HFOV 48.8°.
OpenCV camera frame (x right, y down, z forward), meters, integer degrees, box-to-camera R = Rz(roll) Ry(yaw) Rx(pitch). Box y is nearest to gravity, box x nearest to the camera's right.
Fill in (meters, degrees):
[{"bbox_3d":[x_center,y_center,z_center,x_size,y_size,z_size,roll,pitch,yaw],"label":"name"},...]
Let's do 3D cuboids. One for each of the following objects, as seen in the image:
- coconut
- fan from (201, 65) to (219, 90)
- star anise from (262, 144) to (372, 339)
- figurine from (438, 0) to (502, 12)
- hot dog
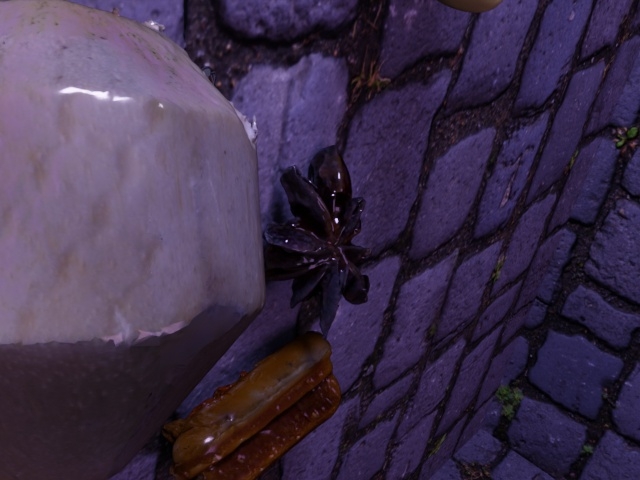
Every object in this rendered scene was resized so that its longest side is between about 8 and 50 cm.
[{"bbox_3d":[-0.197,0.016,0.546,0.353,0.353,0.352,-37,144,-33],"label":"coconut"},{"bbox_3d":[-0.143,-0.153,0.764,0.083,0.004,0.056,-38,145,-30],"label":"fan"},{"bbox_3d":[-0.003,0.001,1.010,0.212,0.129,0.282,-53,142,-21],"label":"star anise"},{"bbox_3d":[0.173,-0.361,0.826,0.324,0.222,0.124,23,95,-60],"label":"figurine"},{"bbox_3d":[-0.101,0.273,1.113,0.349,0.117,0.158,-32,122,-42],"label":"hot dog"}]
